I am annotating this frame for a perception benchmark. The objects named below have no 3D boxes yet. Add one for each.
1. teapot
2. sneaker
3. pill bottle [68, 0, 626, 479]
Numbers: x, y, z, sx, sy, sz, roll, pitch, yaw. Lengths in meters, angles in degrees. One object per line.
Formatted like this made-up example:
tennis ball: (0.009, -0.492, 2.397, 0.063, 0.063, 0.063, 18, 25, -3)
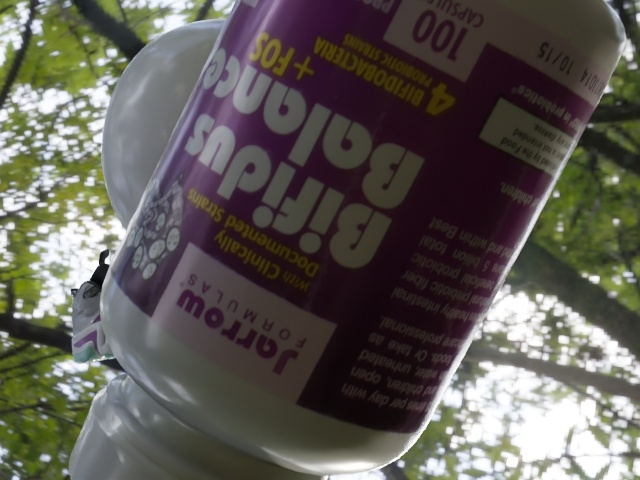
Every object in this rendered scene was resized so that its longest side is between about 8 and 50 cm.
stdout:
teapot: (-0.056, -0.074, 1.015, 0.253, 0.187, 0.256, -29, -63, -43)
sneaker: (-0.122, 0.038, 0.708, 0.038, 0.098, 0.069, -8, -92, -57)
pill bottle: (0.000, 0.000, 0.537, 0.169, 0.169, 0.301, 21, -80, -34)
